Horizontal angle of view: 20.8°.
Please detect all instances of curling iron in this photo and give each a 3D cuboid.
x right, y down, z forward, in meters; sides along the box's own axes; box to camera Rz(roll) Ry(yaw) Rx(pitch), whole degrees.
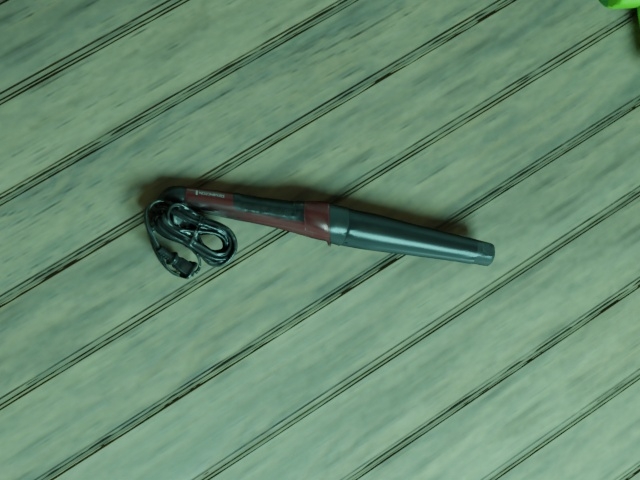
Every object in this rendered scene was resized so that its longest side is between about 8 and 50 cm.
[{"bbox_3d":[0.000,0.000,1.303,0.274,0.035,0.068,3,89,-18],"label":"curling iron"}]

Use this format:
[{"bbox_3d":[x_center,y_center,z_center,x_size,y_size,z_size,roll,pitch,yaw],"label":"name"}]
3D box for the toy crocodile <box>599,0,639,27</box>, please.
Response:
[{"bbox_3d":[0.283,-0.285,1.381,0.115,0.105,0.341,-2,87,-19],"label":"toy crocodile"}]
